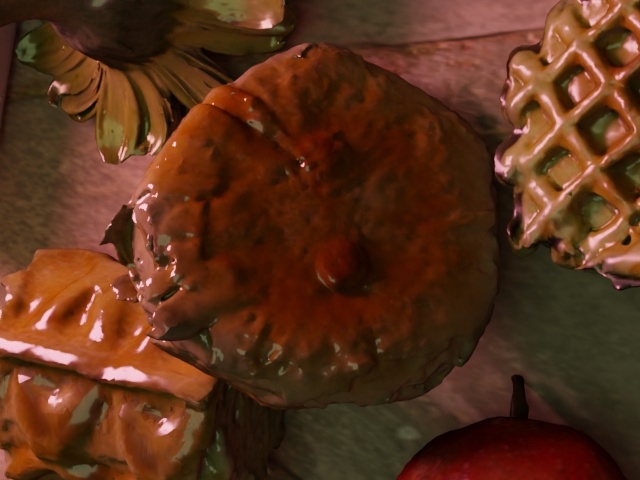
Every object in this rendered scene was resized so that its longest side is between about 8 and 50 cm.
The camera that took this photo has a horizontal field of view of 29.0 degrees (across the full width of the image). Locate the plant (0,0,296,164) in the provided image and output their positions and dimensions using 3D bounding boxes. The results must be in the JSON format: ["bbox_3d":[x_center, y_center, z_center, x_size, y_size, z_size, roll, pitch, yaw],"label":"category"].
[{"bbox_3d":[-0.196,-0.235,1.114,0.306,0.297,0.261,-43,47,38],"label":"plant"}]

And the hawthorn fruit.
[{"bbox_3d":[0.158,0.228,1.006,0.230,0.210,0.266,-7,61,30],"label":"hawthorn fruit"}]

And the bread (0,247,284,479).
[{"bbox_3d":[-0.166,0.134,1.141,0.252,0.196,0.238,2,99,21],"label":"bread"}]

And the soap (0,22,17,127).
[{"bbox_3d":[-0.396,-0.197,1.194,0.115,0.208,0.347,18,103,22],"label":"soap"}]

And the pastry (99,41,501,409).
[{"bbox_3d":[0.000,0.000,1.018,0.330,0.136,0.329,3,71,-9],"label":"pastry"}]

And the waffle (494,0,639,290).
[{"bbox_3d":[0.279,-0.101,0.932,0.317,0.073,0.297,10,85,36],"label":"waffle"}]
